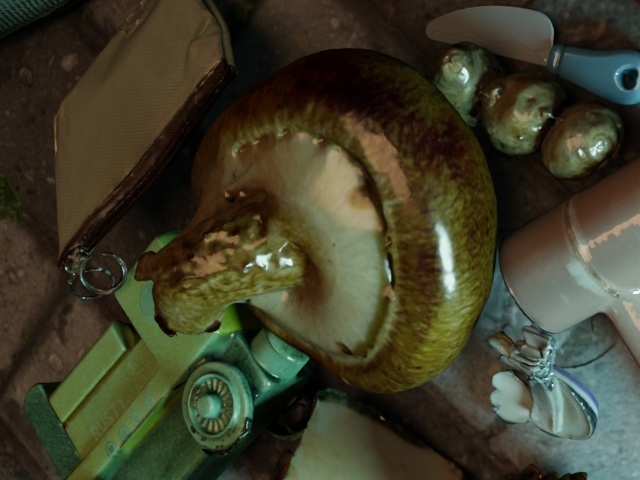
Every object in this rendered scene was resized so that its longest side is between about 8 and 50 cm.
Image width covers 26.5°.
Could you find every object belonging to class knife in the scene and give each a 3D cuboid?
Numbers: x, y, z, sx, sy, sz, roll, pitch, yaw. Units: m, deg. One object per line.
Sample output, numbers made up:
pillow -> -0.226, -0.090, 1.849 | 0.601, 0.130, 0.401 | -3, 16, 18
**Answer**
knife -> 0.203, -0.184, 1.272 | 0.244, 0.032, 0.058 | 26, 113, 32

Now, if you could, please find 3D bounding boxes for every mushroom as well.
mushroom -> 0.000, 0.000, 1.270 | 0.345, 0.260, 0.345 | 28, 133, 35

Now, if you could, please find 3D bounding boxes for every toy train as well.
toy train -> -0.170, 0.184, 1.495 | 0.397, 0.160, 0.253 | -49, 63, 28

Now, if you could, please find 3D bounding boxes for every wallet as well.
wallet -> -0.198, -0.132, 1.454 | 0.335, 0.068, 0.274 | -49, 40, 27

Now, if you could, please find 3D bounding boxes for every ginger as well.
ginger -> 0.184, -0.118, 1.243 | 0.204, 0.104, 0.080 | 32, 89, 27

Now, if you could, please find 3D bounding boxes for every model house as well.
model house -> 0.029, 0.285, 1.370 | 0.183, 0.166, 0.172 | 27, 126, 0

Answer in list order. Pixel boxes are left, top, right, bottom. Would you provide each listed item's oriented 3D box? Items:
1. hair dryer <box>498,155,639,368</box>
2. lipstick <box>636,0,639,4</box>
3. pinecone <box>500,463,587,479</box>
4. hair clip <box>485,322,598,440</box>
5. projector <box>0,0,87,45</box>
hair dryer -> 0.324, 0.100, 1.202 | 0.189, 0.107, 0.344 | -33, 87, 30
lipstick -> 0.365, -0.141, 1.141 | 0.073, 0.073, 0.279 | -46, 72, 29
pinecone -> 0.214, 0.320, 1.244 | 0.169, 0.185, 0.212 | -16, 104, 20
hair clip -> 0.201, 0.141, 1.252 | 0.116, 0.172, 0.049 | 34, 70, 32
projector -> -0.382, -0.441, 1.491 | 0.405, 0.242, 0.395 | -20, 83, 32
